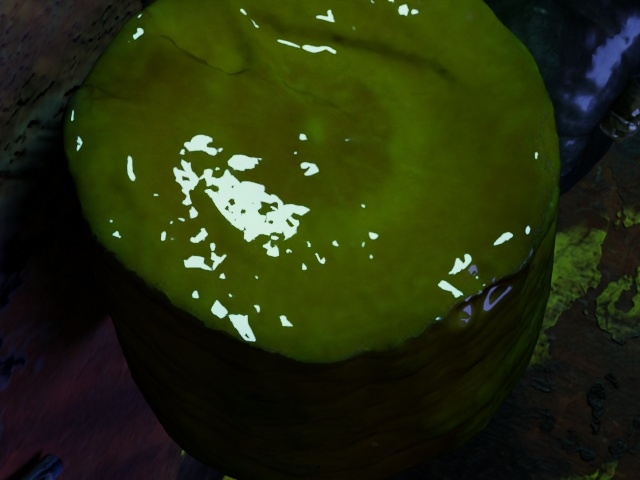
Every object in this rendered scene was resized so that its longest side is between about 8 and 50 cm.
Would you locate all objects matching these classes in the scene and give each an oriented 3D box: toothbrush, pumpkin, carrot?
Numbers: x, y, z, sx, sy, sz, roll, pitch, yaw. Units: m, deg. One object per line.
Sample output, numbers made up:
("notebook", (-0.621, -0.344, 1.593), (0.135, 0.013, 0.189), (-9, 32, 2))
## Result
("toothbrush", (-0.192, 0.162, 0.976), (0.016, 0.019, 0.219), (-67, 170, 24))
("pumpkin", (0.176, -0.158, 1.400), (0.300, 0.207, 0.300), (-49, 165, -19))
("carrot", (0.000, 0.000, 0.941), (0.241, 0.241, 0.341), (-61, 168, -17))
